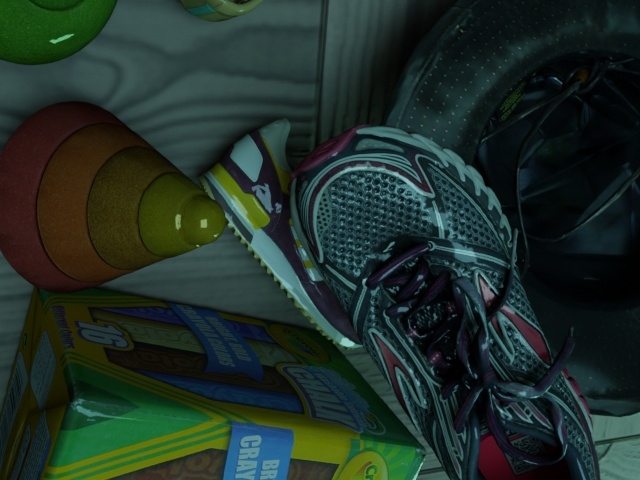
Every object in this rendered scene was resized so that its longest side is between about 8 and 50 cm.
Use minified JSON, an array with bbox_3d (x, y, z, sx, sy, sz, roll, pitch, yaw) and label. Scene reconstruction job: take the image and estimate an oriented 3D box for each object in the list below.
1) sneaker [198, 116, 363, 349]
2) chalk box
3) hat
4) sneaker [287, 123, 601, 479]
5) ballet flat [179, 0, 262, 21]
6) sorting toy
[{"bbox_3d":[0.000,0.000,0.622,0.084,0.069,0.185,-40,120,1],"label":"sneaker"},{"bbox_3d":[-0.062,0.160,0.593,0.289,0.179,0.180,14,104,-26],"label":"chalk box"},{"bbox_3d":[0.185,-0.042,0.649,0.331,0.134,0.331,-1,98,-11],"label":"hat"},{"bbox_3d":[0.090,0.061,0.533,0.121,0.112,0.299,-33,104,15],"label":"sneaker"},{"bbox_3d":[-0.007,-0.231,0.532,0.080,0.073,0.232,29,96,-29],"label":"ballet flat"},{"bbox_3d":[-0.118,-0.132,0.469,0.127,0.126,0.365,-32,124,-47],"label":"sorting toy"}]
